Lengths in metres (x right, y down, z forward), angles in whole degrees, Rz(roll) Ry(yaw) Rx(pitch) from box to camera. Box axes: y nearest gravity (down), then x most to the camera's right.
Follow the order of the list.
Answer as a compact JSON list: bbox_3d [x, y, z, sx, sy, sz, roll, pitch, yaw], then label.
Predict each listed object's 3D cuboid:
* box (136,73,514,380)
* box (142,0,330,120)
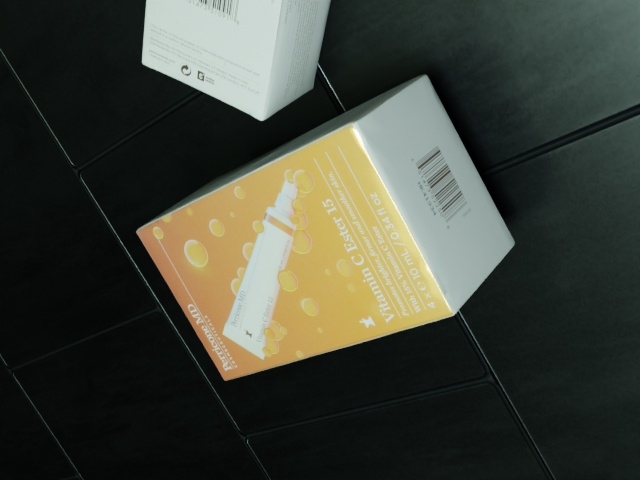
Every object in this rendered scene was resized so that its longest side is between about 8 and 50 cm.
[{"bbox_3d":[-0.001,-0.004,1.053,0.345,0.168,0.215,-22,101,40],"label":"box"},{"bbox_3d":[-0.094,-0.264,1.079,0.181,0.119,0.182,27,129,19],"label":"box"}]
